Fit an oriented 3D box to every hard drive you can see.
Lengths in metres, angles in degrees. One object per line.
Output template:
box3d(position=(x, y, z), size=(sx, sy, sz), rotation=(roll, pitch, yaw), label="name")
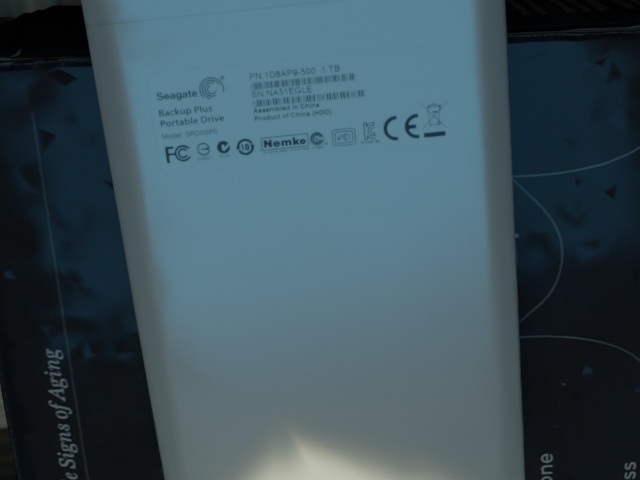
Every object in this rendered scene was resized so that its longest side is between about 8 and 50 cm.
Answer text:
box3d(position=(0.000, 0.000, 0.613), size=(0.233, 0.047, 0.353), rotation=(-6, 109, 1), label="hard drive")

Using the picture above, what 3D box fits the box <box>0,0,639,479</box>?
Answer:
box3d(position=(0.013, 0.054, 0.807), size=(0.471, 0.297, 0.480), rotation=(-3, 109, -1), label="box")

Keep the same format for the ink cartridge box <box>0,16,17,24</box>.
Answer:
box3d(position=(-0.270, -0.051, 0.820), size=(0.066, 0.189, 0.232), rotation=(-1, 111, -1), label="ink cartridge box")
